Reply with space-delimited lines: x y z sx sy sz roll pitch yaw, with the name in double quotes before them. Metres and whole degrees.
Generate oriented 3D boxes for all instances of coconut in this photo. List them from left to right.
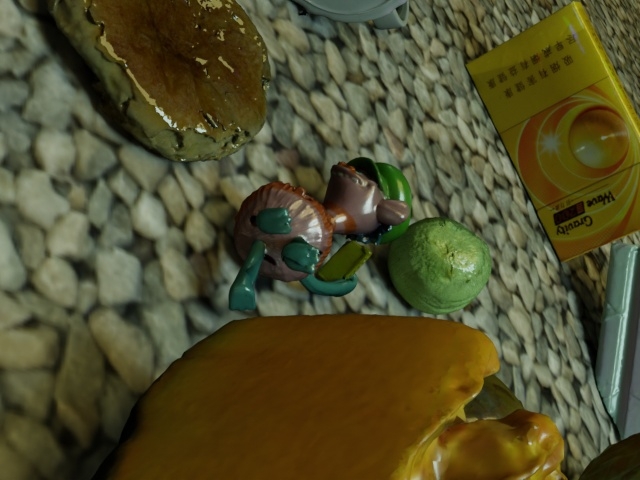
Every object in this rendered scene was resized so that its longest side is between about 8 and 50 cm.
"coconut" 0.102 0.021 0.797 0.088 0.096 0.087 4 74 -13

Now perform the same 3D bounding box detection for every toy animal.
"toy animal" 0.000 0.000 0.679 0.208 0.100 0.103 -29 114 -64

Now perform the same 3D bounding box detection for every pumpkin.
"pumpkin" 0.023 0.186 0.425 0.303 0.256 0.225 50 40 -8

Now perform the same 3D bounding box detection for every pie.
"pie" -0.111 -0.143 0.660 0.195 0.046 0.195 29 48 -38

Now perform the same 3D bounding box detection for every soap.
"soap" 0.397 0.125 1.044 0.091 0.145 0.230 11 86 -54

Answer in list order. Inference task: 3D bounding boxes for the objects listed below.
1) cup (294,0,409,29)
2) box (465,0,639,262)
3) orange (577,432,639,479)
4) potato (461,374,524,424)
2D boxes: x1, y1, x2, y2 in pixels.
"cup" 0.056 -0.307 0.887 0.221 0.167 0.202 41 43 -26
"box" 0.295 -0.125 1.083 0.043 0.152 0.269 -21 86 -55
"orange" 0.317 0.310 0.719 0.329 0.249 0.329 -23 90 -79
"potato" 0.079 0.154 0.639 0.137 0.137 0.176 47 35 -22
